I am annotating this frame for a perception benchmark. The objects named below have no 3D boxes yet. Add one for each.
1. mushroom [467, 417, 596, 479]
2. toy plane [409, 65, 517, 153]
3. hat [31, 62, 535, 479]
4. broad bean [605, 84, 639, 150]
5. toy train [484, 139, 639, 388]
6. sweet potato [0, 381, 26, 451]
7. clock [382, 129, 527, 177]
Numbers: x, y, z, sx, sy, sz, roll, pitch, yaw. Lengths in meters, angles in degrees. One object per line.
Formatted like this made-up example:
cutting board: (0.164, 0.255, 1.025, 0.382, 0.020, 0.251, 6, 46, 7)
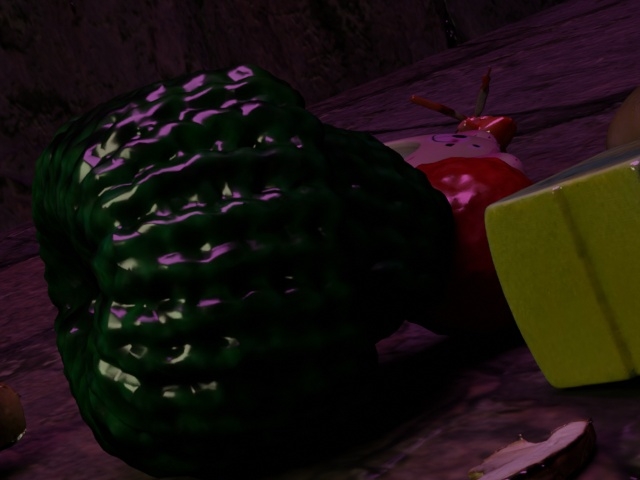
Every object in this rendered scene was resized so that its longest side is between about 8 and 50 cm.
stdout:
mushroom: (0.095, 0.108, 0.748, 0.101, 0.019, 0.049, -24, 11, -34)
toy plane: (0.107, -0.077, 1.519, 0.194, 0.126, 0.077, -13, 39, 28)
hat: (0.000, 0.000, 0.970, 0.332, 0.242, 0.274, -10, 19, -19)
broad bean: (0.355, -0.126, 1.293, 0.263, 0.121, 0.189, -36, 17, -6)
toy train: (0.295, -0.047, 0.865, 0.369, 0.150, 0.237, -24, 4, -32)
sweet potato: (-0.315, 0.179, 1.056, 0.286, 0.085, 0.112, -40, -15, -33)
clock: (0.010, -0.006, 1.276, 0.309, 0.114, 0.284, -19, 8, 3)
